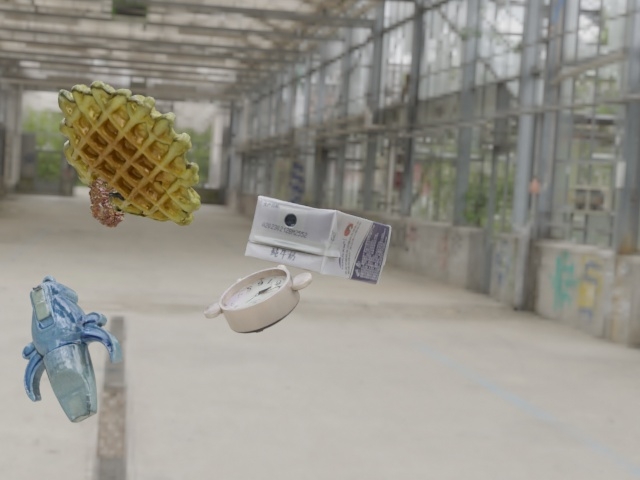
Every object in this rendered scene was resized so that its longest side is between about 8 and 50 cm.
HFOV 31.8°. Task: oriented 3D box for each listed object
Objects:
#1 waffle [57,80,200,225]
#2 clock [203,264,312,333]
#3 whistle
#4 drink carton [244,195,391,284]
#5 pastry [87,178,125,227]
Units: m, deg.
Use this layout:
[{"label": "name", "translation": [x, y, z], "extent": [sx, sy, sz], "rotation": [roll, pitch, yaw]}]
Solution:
[{"label": "waffle", "translation": [-0.304, -0.135, 1.760], "extent": [0.261, 0.250, 0.056], "rotation": [13, 43, 30]}, {"label": "clock", "translation": [-0.117, 0.116, 2.174], "extent": [0.229, 0.063, 0.155], "rotation": [-18, 21, 12]}, {"label": "whistle", "translation": [-0.426, 0.176, 1.874], "extent": [0.180, 0.269, 0.093], "rotation": [-25, -22, 13]}, {"label": "drink carton", "translation": [0.001, 0.000, 1.704], "extent": [0.134, 0.101, 0.222], "rotation": [15, 0, 26]}, {"label": "pastry", "translation": [-0.505, -0.114, 2.619], "extent": [0.087, 0.169, 0.063], "rotation": [-12, -12, 31]}]
